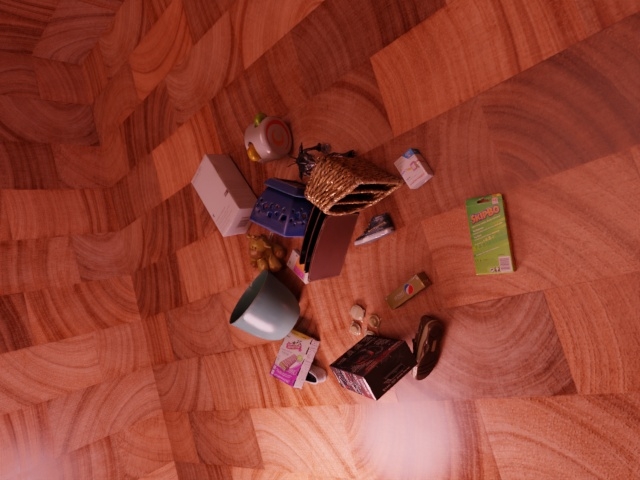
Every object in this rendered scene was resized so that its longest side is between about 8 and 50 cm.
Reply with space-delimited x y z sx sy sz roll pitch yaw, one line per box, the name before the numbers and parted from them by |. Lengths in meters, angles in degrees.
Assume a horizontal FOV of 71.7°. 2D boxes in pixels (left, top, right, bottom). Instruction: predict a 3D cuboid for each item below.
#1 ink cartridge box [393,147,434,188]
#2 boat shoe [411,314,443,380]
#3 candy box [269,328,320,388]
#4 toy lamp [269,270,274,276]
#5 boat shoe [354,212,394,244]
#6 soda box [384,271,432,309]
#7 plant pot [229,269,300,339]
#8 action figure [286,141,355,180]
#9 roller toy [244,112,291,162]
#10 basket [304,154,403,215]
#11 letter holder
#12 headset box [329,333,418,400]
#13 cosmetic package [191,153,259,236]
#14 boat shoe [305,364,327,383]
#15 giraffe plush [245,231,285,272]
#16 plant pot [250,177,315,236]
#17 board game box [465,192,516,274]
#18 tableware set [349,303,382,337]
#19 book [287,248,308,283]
ink cartridge box | 0.340 -0.261 1.612 0.088 0.052 0.122 -42 70 36
boat shoe | 0.385 0.395 1.651 0.095 0.095 0.257 44 127 56
candy box | -0.118 0.540 2.040 0.159 0.071 0.233 14 76 38
toy lamp | -0.277 0.261 2.200 0.080 0.080 0.274 26 112 36
boat shoe | 0.205 -0.043 1.756 0.184 0.065 0.083 -24 77 34
soda box | 0.330 0.192 1.675 0.181 0.061 0.058 -46 67 35
plant pot | -0.236 0.320 2.034 0.235 0.292 0.293 37 127 -14
action figure | 0.003 -0.323 1.843 0.276 0.141 0.163 10 105 24
roller toy | -0.240 -0.450 1.996 0.146 0.191 0.209 -7 80 41
basket | 0.120 -0.177 1.649 0.223 0.299 0.213 36 117 32
letter holder | 0.000 0.000 1.833 0.152 0.215 0.301 31 115 34
headset box | 0.199 0.465 1.648 0.110 0.218 0.293 60 154 -7
cosmetic package | -0.485 -0.237 2.261 0.384 0.156 0.217 53 127 21
boat shoe | -0.077 0.614 2.070 0.228 0.081 0.079 5 99 40
giraffe plush | -0.271 0.040 2.072 0.182 0.170 0.210 -3 77 13
plant pot | -0.129 -0.148 1.921 0.236 0.236 0.211 26 106 37
board game box | 0.561 -0.020 1.465 0.124 0.039 0.259 -9 93 41
tableware set | 0.183 0.354 1.852 0.169 0.020 0.140 26 112 34
book | -0.092 0.120 2.052 0.144 0.035 0.096 43 124 29
